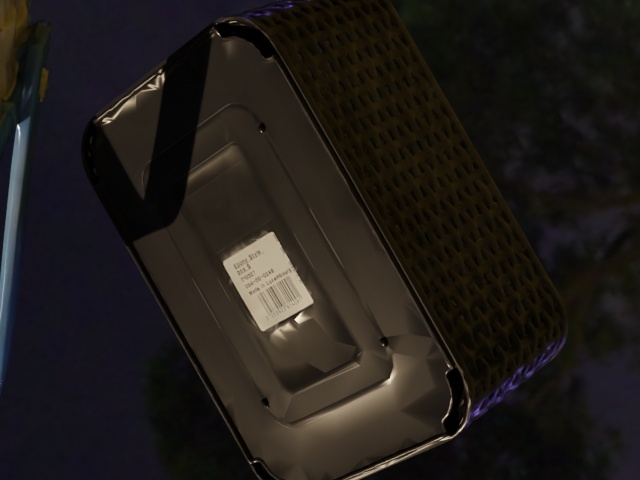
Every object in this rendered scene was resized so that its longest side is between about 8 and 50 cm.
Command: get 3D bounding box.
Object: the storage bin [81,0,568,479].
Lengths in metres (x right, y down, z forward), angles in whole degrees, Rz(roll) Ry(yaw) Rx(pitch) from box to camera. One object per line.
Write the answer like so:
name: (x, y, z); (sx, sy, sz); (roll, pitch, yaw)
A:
storage bin: (0.000, 0.000, 0.626); (0.084, 0.122, 0.180); (-27, -93, -50)

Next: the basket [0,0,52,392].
basket: (-0.210, -0.067, 0.524); (0.255, 0.288, 0.201); (14, -154, -11)
